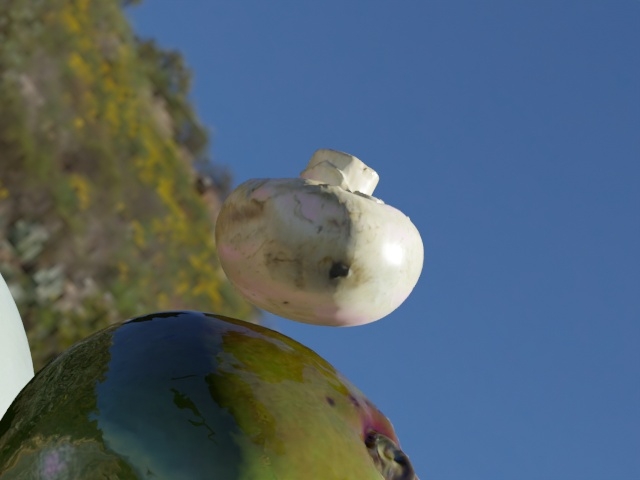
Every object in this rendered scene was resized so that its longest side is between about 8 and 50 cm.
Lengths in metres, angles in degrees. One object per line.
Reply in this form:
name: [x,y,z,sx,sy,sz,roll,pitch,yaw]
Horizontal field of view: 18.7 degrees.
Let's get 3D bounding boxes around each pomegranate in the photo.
pomegranate: [-0.060,0.124,0.652,0.180,0.210,0.180,60,6,-10]

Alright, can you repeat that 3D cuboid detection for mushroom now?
mushroom: [0.000,0.000,0.771,0.084,0.067,0.083,18,-13,5]

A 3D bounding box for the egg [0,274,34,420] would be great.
egg: [-0.238,0.096,1.008,0.183,0.264,0.183,4,-39,3]
